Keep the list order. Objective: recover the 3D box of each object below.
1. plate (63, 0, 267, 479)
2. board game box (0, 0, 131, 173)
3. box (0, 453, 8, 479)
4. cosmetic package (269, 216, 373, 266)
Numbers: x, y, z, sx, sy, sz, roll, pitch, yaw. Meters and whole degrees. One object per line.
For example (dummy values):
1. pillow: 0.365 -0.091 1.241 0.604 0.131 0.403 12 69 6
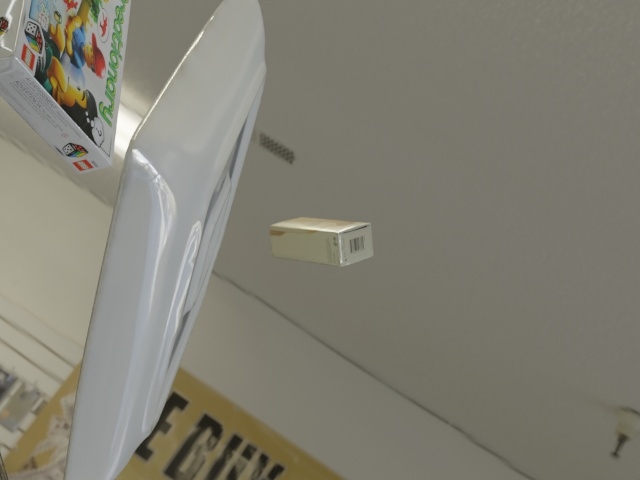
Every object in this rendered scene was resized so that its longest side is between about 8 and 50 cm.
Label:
1. plate: -0.092 -0.003 0.587 0.045 0.277 0.278 17 -57 -3
2. board game box: -0.284 -0.254 0.985 0.053 0.306 0.193 -10 -30 14
3. box: -0.282 0.065 0.591 0.257 0.079 0.322 52 -28 39
4. cosmetic package: 0.000 0.000 1.039 0.115 0.060 0.041 6 -74 42
